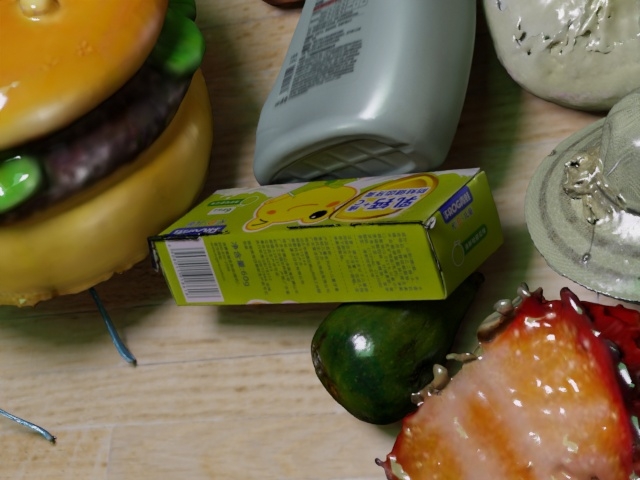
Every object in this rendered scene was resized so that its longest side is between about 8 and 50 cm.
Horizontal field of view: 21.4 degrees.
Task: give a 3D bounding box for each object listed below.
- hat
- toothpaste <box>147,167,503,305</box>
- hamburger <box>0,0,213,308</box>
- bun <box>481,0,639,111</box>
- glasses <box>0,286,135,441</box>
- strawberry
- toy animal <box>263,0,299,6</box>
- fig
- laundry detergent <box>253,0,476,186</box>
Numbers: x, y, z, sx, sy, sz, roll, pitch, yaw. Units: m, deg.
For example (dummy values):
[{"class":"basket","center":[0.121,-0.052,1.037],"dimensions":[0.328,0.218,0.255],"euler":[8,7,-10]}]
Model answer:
[{"class":"hat","center":[0.286,-0.069,1.390],"dimensions":[0.252,0.110,0.252],"euler":[-8,42,7]},{"class":"toothpaste","center":[0.000,0.000,1.540],"dimensions":[0.327,0.077,0.110],"euler":[-3,24,38]},{"class":"hamburger","center":[-0.296,-0.151,1.634],"dimensions":[0.395,0.277,0.396],"euler":[-9,43,9]},{"class":"bun","center":[0.272,-0.259,1.521],"dimensions":[0.287,0.146,0.287],"euler":[-11,63,22]},{"class":"glasses","center":[-0.297,0.093,1.750],"dimensions":[0.189,0.088,0.220],"euler":[-45,75,4]},{"class":"strawberry","center":[0.216,0.173,1.368],"dimensions":[0.280,0.150,0.253],"euler":[36,109,33]},{"class":"toy animal","center":[-0.081,-0.315,1.785],"dimensions":[0.312,0.097,0.158],"euler":[29,95,33]},{"class":"fig","center":[0.074,0.078,1.515],"dimensions":[0.177,0.117,0.117],"euler":[-44,54,-7]},{"class":"laundry detergent","center":[0.058,-0.244,1.623],"dimensions":[0.264,0.124,0.398],"euler":[-19,53,56]}]
